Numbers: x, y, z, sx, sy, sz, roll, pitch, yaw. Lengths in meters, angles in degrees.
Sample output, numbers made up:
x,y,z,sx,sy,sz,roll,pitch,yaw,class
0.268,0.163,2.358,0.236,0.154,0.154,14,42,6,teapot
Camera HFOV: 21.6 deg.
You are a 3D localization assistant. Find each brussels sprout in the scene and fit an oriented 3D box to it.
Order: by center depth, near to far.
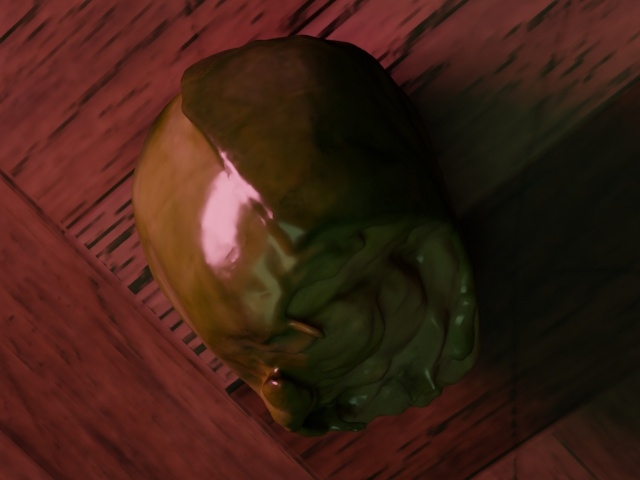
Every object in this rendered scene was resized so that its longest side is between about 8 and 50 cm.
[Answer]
x,y,z,sx,sy,sz,roll,pitch,yaw,class
-0.005,-0.006,0.698,0.131,0.145,0.183,-38,151,-1,brussels sprout
